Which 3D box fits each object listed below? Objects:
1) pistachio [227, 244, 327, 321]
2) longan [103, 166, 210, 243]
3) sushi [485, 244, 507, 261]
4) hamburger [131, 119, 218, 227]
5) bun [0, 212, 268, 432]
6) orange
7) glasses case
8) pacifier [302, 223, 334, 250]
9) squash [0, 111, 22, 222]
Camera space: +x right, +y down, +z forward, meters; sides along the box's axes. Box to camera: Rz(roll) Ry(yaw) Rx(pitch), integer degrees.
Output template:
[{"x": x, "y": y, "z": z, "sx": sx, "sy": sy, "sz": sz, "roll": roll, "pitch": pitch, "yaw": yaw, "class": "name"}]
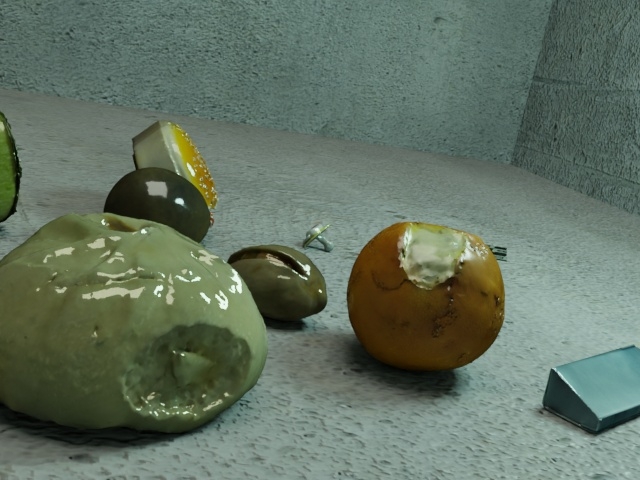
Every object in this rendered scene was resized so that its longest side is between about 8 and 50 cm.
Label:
[{"x": -0.077, "y": 0.068, "z": 1.323, "sx": 0.185, "sy": 0.124, "sz": 0.124, "roll": 12, "pitch": 13, "yaw": 25, "class": "pistachio"}, {"x": -0.290, "y": -0.047, "z": 1.483, "sx": 0.187, "sy": 0.167, "sz": 0.167, "roll": 14, "pitch": 11, "yaw": -33, "class": "longan"}, {"x": 0.304, "y": 0.038, "z": 1.846, "sx": 0.215, "sy": 0.050, "sz": 0.192, "roll": 9, "pitch": 10, "yaw": 12, "class": "sushi"}, {"x": -0.297, "y": -0.130, "z": 1.692, "sx": 0.152, "sy": 0.227, "sz": 0.295, "roll": -14, "pitch": 22, "yaw": -6, "class": "hamburger"}, {"x": -0.239, "y": 0.073, "z": 0.996, "sx": 0.364, "sy": 0.202, "sz": 0.364, "roll": 11, "pitch": 12, "yaw": -2, "class": "bun"}, {"x": 0.156, "y": 0.081, "z": 1.225, "sx": 0.240, "sy": 0.240, "sz": 0.240, "roll": 11, "pitch": 14, "yaw": -3, "class": "orange"}, {"x": 0.437, "y": 0.228, "z": 1.252, "sx": 0.266, "sy": 0.056, "sz": 0.105, "roll": -3, "pitch": 45, "yaw": -44, "class": "glasses case"}, {"x": 0.000, "y": 0.000, "z": 1.779, "sx": 0.064, "sy": 0.068, "sz": 0.083, "roll": 47, "pitch": 40, "yaw": 4, "class": "pacifier"}, {"x": -0.623, "y": -0.135, "z": 1.460, "sx": 0.133, "sy": 0.220, "sz": 0.220, "roll": 1, "pitch": 18, "yaw": -45, "class": "squash"}]
